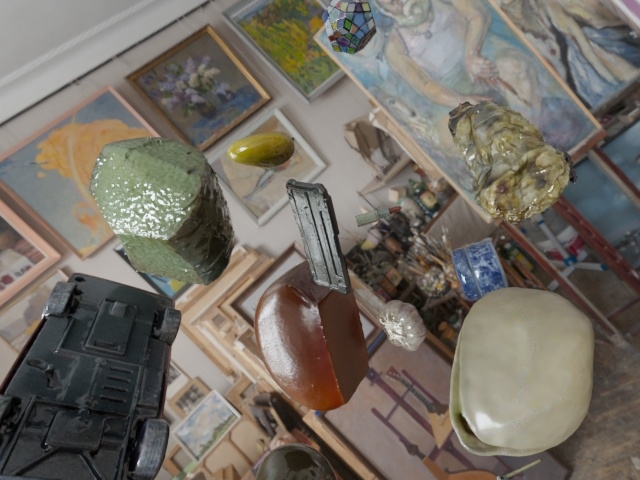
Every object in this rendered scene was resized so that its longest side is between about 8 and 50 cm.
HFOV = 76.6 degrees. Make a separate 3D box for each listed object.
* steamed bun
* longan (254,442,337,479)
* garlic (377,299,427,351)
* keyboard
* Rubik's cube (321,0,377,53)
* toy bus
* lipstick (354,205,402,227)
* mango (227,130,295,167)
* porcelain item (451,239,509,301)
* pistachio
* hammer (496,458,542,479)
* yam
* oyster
[{"bbox_3d":[-0.034,0.249,1.103,0.249,0.378,0.235,-7,15,32],"label":"steamed bun"},{"bbox_3d":[-0.064,0.625,0.991,0.248,0.248,0.248,-43,5,5],"label":"longan"},{"bbox_3d":[0.253,0.254,1.240,0.102,0.159,0.147,-24,-41,-39],"label":"garlic"},{"bbox_3d":[0.000,0.000,0.798,0.106,0.262,0.016,16,45,38],"label":"keyboard"},{"bbox_3d":[0.057,-0.420,0.786,0.093,0.111,0.111,-15,13,14],"label":"Rubik's cube"},{"bbox_3d":[-0.345,0.237,0.586,0.232,0.203,0.426,-61,24,17],"label":"toy bus"},{"bbox_3d":[0.158,-0.069,1.100,0.130,0.030,0.030,-17,-7,3],"label":"lipstick"},{"bbox_3d":[-0.139,-0.214,0.963,0.161,0.076,0.103,-10,-11,-18],"label":"mango"},{"bbox_3d":[0.414,0.081,1.065,0.114,0.147,0.147,-20,13,18],"label":"porcelain item"},{"bbox_3d":[0.330,0.211,0.673,0.332,0.226,0.207,-46,-11,-31],"label":"pistachio"},{"bbox_3d":[0.735,0.840,1.483,0.182,0.062,0.017,-48,38,28],"label":"hammer"},{"bbox_3d":[-0.256,-0.047,0.692,0.271,0.203,0.201,98,-176,-75],"label":"yam"},{"bbox_3d":[0.260,-0.147,0.632,0.128,0.079,0.344,-52,26,30],"label":"oyster"}]
